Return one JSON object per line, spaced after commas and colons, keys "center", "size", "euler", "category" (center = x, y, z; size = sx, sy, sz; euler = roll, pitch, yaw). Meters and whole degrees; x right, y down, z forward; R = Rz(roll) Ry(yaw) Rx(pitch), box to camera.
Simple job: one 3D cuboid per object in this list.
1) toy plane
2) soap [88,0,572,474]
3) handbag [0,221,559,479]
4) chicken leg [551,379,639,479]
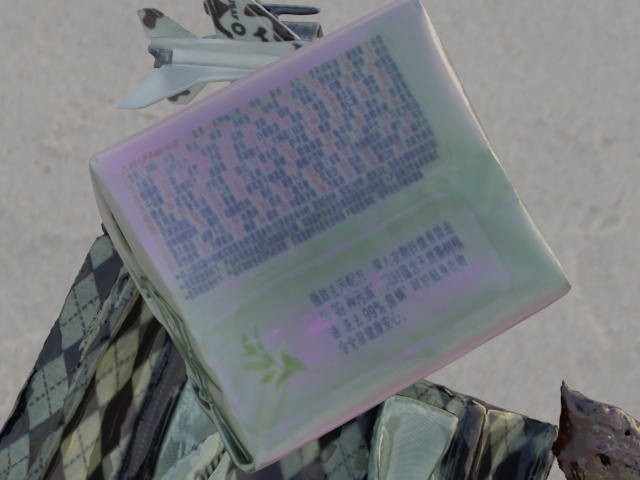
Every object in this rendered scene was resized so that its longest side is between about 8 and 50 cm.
{"center": [-0.024, -0.127, 1.189], "size": [0.234, 0.160, 0.082], "euler": [-4, 47, 11], "category": "toy plane"}
{"center": [0.000, 0.000, 0.926], "size": [0.199, 0.138, 0.182], "euler": [-28, 86, -5], "category": "soap"}
{"center": [-0.039, 0.190, 1.256], "size": [0.416, 0.180, 0.317], "euler": [24, 82, -27], "category": "handbag"}
{"center": [0.243, 0.185, 1.205], "size": [0.234, 0.105, 0.063], "euler": [32, 30, -3], "category": "chicken leg"}
